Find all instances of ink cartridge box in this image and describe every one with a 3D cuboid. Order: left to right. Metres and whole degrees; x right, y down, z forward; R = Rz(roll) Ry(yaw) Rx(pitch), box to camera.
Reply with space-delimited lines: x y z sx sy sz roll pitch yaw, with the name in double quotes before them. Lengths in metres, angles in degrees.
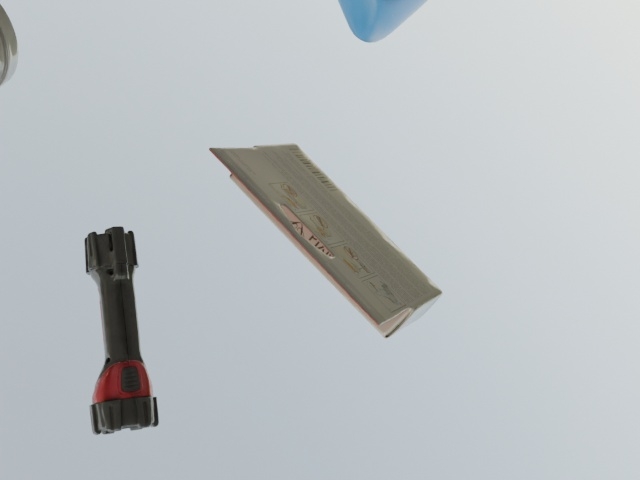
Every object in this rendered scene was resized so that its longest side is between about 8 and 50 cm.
"ink cartridge box" 0.000 0.000 1.164 0.275 0.060 0.239 46 -159 12

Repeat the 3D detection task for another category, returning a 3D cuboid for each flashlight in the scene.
"flashlight" -0.313 0.140 1.532 0.103 0.103 0.304 34 -134 -72

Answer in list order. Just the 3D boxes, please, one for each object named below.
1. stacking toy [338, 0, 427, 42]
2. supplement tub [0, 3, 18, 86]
"stacking toy" -0.026 -0.279 0.639 0.302 0.166 0.175 38 170 32
"supplement tub" -0.547 -0.225 1.295 0.191 0.191 0.272 40 -139 1
